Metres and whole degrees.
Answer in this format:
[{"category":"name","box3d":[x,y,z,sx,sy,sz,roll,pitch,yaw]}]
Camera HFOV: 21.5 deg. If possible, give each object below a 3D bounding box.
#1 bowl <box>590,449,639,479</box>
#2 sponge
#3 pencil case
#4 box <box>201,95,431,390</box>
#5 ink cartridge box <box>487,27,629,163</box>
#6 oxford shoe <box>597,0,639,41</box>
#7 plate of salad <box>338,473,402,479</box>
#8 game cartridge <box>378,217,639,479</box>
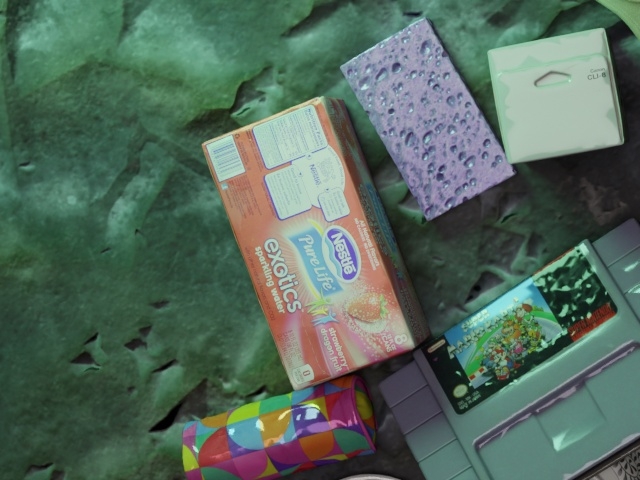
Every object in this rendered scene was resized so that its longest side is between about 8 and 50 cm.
[{"category":"bowl","box3d":[0.290,0.287,1.903,0.170,0.080,0.170,1,95,12]},{"category":"sponge","box3d":[0.124,-0.139,1.937,0.117,0.031,0.210,-30,88,13]},{"category":"pencil case","box3d":[-0.048,0.230,1.966,0.236,0.104,0.104,-17,90,15]},{"category":"box","box3d":[0.000,0.000,1.915,0.154,0.142,0.300,-22,89,13]},{"category":"ink cartridge box","box3d":[0.261,-0.155,1.831,0.128,0.176,0.127,-10,91,13]},{"category":"oxford shoe","box3d":[0.448,-0.223,1.833,0.397,0.140,0.146,41,131,2]},{"category":"plate of salad","box3d":[0.060,0.374,1.974,0.200,0.048,0.200,1,94,13]},{"category":"game cartridge","box3d":[0.255,0.156,1.872,0.355,0.068,0.230,-35,66,12]}]
